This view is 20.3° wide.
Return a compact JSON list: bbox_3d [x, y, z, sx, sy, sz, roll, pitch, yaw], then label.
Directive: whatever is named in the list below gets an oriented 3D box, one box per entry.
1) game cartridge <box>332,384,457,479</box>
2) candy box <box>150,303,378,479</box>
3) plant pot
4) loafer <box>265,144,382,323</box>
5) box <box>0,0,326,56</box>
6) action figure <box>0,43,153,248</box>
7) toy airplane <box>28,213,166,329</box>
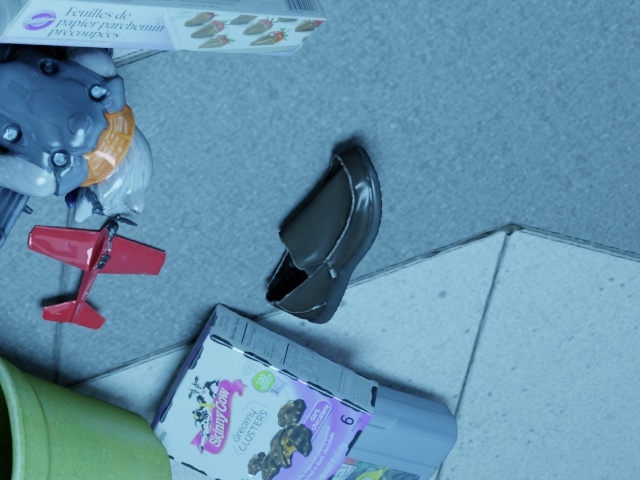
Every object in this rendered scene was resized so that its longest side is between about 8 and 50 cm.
[{"bbox_3d":[0.017,0.286,2.078,0.196,0.060,0.294,16,125,-46],"label":"game cartridge"},{"bbox_3d":[-0.064,0.186,1.913,0.196,0.070,0.165,26,117,-7],"label":"candy box"},{"bbox_3d":[-0.297,0.244,1.804,0.254,0.276,0.276,17,120,-47],"label":"plant pot"},{"bbox_3d":[0.000,0.000,1.831,0.078,0.080,0.220,1,127,-26],"label":"loafer"},{"bbox_3d":[-0.137,-0.206,1.541,0.324,0.067,0.063,-4,152,-43],"label":"box"},{"bbox_3d":[-0.296,-0.085,1.505,0.330,0.178,0.341,22,85,-19],"label":"action figure"},{"bbox_3d":[-0.232,0.033,1.791,0.151,0.028,0.151,-11,131,-14],"label":"toy airplane"}]
